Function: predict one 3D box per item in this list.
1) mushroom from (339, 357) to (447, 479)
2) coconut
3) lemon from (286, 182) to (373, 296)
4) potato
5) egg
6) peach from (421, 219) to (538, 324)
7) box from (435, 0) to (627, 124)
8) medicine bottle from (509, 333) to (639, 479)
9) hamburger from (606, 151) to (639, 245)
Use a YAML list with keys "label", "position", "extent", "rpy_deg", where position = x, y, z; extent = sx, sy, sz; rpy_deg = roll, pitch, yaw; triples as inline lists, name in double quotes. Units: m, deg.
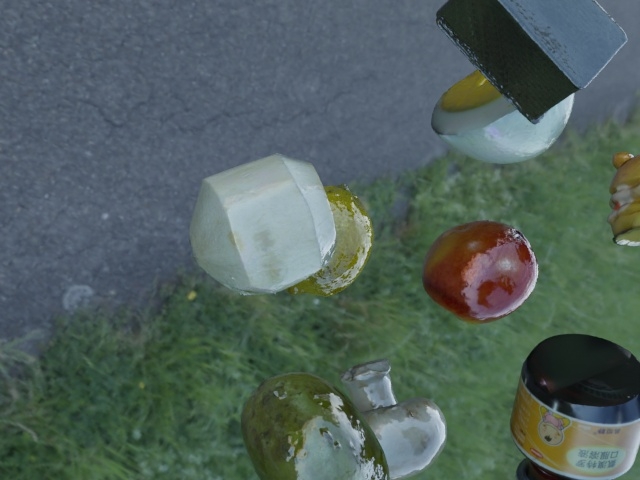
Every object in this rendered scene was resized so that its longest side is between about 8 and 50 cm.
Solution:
- label: "mushroom"
  position: [0.149, 0.433, 1.854]
  extent: [0.297, 0.298, 0.290]
  rpy_deg: [22, 51, -67]
- label: "coconut"
  position: [-0.096, -0.018, 1.204]
  extent: [0.241, 0.241, 0.241]
  rpy_deg: [-48, 150, -40]
- label: "lemon"
  position: [0.000, 0.000, 1.440]
  extent: [0.231, 0.192, 0.192]
  rpy_deg: [-63, 157, -5]
- label: "potato"
  position: [0.003, 0.322, 1.117]
  extent: [0.173, 0.210, 0.307]
  rpy_deg: [-39, 131, -11]
- label: "egg"
  position: [0.432, -0.276, 1.723]
  extent: [0.201, 0.337, 0.337]
  rpy_deg: [52, 56, -25]
- label: "peach"
  position: [0.394, 0.070, 1.911]
  extent: [0.238, 0.281, 0.281]
  rpy_deg: [30, 82, -61]
- label: "box"
  position: [0.366, -0.370, 1.344]
  extent: [0.184, 0.273, 0.143]
  rpy_deg: [-46, -175, -26]
- label: "medicine bottle"
  position: [0.486, 0.400, 1.485]
  extent: [0.242, 0.243, 0.395]
  rpy_deg: [-37, 133, -51]
- label: "hamburger"
  position: [0.823, -0.117, 1.830]
  extent: [0.276, 0.276, 0.236]
  rpy_deg: [38, 49, -67]
